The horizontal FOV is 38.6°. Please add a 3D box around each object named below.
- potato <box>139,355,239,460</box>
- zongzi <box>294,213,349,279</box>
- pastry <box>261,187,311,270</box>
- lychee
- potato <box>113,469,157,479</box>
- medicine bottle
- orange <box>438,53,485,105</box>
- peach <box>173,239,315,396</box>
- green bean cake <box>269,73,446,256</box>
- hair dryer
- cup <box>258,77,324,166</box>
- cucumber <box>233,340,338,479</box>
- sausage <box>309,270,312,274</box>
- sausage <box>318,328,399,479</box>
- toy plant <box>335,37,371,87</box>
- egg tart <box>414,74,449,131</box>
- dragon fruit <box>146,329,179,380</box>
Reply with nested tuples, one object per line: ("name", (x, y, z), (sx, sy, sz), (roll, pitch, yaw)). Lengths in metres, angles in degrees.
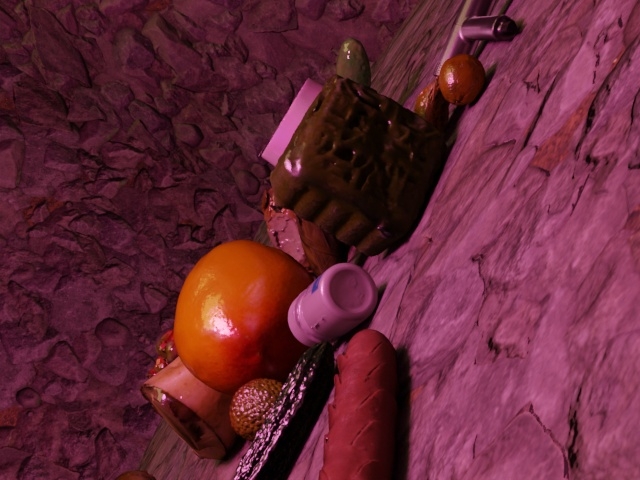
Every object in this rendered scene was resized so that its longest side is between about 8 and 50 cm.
("potato", (-0.233, 0.317, 1.923), (0.243, 0.242, 0.285), (-64, -34, -30))
("zongzi", (0.000, -0.002, 1.702), (0.205, 0.094, 0.205), (67, -162, -54))
("pastry", (-0.030, -0.041, 1.949), (0.100, 0.229, 0.219), (-17, 46, 36))
("lychee", (-0.098, 0.290, 1.562), (0.146, 0.114, 0.114), (-9, 48, 54))
("potato", (-0.448, 0.656, 2.160), (0.210, 0.173, 0.307), (-59, 9, -12))
("medicine bottle", (0.019, 0.109, 1.522), (0.105, 0.105, 0.168), (-64, 9, -30))
("orange", (0.251, -0.285, 1.627), (0.085, 0.085, 0.095), (-45, 24, 61))
("peach", (-0.136, 0.163, 1.728), (0.289, 0.288, 0.308), (-55, 39, 29))
("green bean cake", (0.066, -0.131, 1.591), (0.247, 0.249, 0.156), (-63, 8, -28))
("hair dryer", (0.349, -0.453, 1.736), (0.284, 0.155, 0.321), (19, 91, 62))
("cup", (0.039, -0.180, 1.846), (0.253, 0.273, 0.253), (-58, 8, 13))
("cucumber", (-0.045, 0.273, 1.438), (0.265, 0.077, 0.077), (-61, 8, -16))
("sausage", (-0.047, 0.027, 2.217), (0.317, 0.117, 0.125), (155, 134, -80))
("sausage", (0.047, 0.214, 1.053), (0.088, 0.087, 0.433), (-56, 9, 24))
("toy plant", (0.048, -0.281, 2.314), (0.356, 0.210, 0.317), (-50, -35, -15))
("egg tart", (0.206, -0.250, 1.699), (0.129, 0.049, 0.129), (-45, -38, -52))
("dragon fruit", (-0.299, 0.303, 2.356), (0.303, 0.231, 0.237), (-46, -2, -18))
